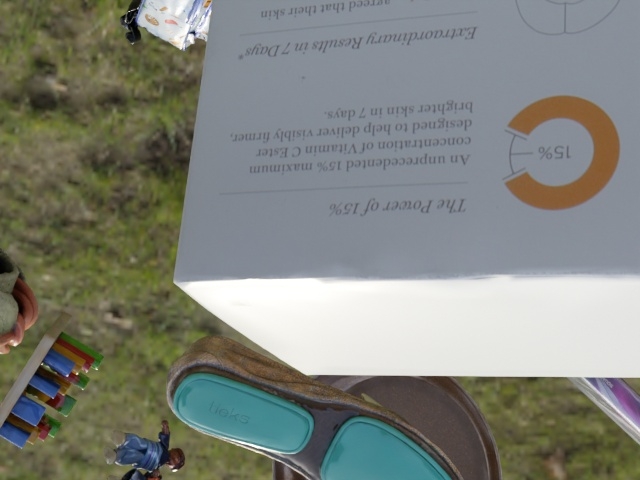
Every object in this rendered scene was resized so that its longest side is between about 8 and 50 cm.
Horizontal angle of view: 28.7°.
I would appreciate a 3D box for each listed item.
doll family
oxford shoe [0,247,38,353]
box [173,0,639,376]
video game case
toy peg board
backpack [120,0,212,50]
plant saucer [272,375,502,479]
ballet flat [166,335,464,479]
[{"bbox_3d":[-0.217,0.296,1.421,0.111,0.076,0.193,25,102,-44],"label":"doll family"},{"bbox_3d":[-0.163,0.062,0.456,0.130,0.123,0.348,-13,110,-13],"label":"oxford shoe"},{"bbox_3d":[0.076,-0.116,0.635,0.215,0.345,0.168,-1,160,21],"label":"box"},{"bbox_3d":[0.299,0.177,1.094,0.274,0.026,0.196,43,-179,-5],"label":"video game case"},{"bbox_3d":[-0.342,0.188,1.574,0.079,0.161,0.160,32,-176,-7],"label":"toy peg board"},{"bbox_3d":[-0.189,-0.452,2.051,0.213,0.276,0.263,23,164,0],"label":"backpack"},{"bbox_3d":[0.084,0.291,1.540,0.311,0.310,0.050,-16,168,25],"label":"plant saucer"},{"bbox_3d":[0.003,0.175,1.209,0.316,0.106,0.107,29,109,-11],"label":"ballet flat"}]
